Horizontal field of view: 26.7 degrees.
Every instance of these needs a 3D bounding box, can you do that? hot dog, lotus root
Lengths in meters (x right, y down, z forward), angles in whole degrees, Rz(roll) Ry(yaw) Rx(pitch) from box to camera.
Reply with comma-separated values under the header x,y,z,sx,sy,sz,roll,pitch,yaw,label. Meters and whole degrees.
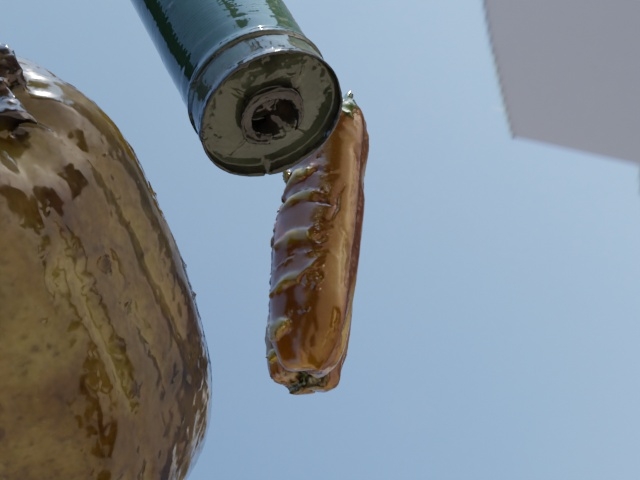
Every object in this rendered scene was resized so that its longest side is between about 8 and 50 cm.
x,y,z,sx,sy,sz,roll,pitch,yaw,label
0.000,0.000,1.074,0.115,0.072,0.269,83,-169,-52,hot dog
-0.112,0.050,0.518,0.145,0.128,0.260,-41,-48,-39,lotus root

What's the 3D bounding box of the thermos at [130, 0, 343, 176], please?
x,y,z,sx,sy,sz,roll,pitch,yaw,label
-0.054,-0.117,0.701,0.073,0.188,0.083,-39,-42,11,thermos
